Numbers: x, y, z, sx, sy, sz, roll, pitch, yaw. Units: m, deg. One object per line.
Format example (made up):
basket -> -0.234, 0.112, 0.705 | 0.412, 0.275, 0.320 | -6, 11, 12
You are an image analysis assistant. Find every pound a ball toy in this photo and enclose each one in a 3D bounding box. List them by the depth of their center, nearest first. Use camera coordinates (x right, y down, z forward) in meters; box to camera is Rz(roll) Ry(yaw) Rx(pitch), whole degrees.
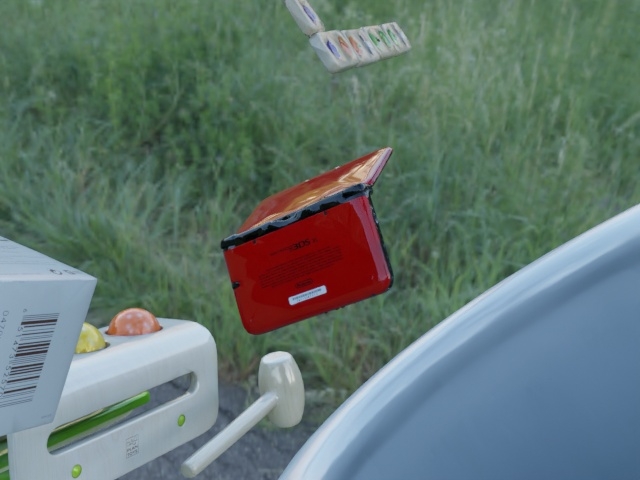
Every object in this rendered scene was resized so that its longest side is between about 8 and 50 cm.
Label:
pound a ball toy -> -0.179, 0.141, 0.858 | 0.208, 0.135, 0.319 | 1, 8, 30

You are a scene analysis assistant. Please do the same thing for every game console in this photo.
game console -> 0.000, 0.000, 0.752 | 0.144, 0.124, 0.085 | -21, -10, 30

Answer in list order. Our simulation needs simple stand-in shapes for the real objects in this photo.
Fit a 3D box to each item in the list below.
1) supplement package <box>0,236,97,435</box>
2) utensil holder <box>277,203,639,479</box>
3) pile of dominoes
supplement package -> -0.253, 0.041, 0.571 | 0.179, 0.105, 0.105 | 20, 6, 20
utensil holder -> 0.213, 0.191, 0.375 | 0.328, 0.328, 0.385 | -36, 94, -41
pile of dominoes -> 0.006, -0.231, 0.711 | 0.196, 0.040, 0.251 | 56, 23, -3
